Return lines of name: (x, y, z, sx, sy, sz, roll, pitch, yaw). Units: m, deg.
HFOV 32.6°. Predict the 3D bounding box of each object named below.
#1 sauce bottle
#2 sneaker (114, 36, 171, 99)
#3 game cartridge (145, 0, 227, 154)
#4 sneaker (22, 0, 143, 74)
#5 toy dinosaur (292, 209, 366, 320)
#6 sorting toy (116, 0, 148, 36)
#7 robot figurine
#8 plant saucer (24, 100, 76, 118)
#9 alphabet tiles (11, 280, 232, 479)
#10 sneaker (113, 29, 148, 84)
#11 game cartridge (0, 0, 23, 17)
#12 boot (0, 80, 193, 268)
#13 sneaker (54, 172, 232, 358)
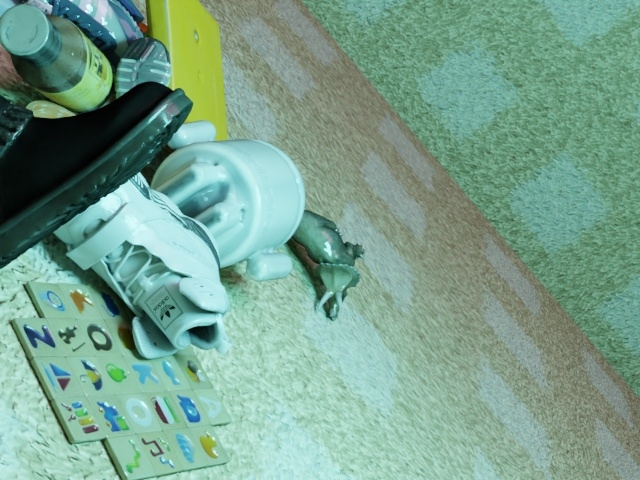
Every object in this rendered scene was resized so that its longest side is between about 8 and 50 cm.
sauce bottle: (-0.382, -0.262, 1.587, 0.111, 0.111, 0.344, 52, -1, 1)
sneaker: (-0.304, -0.209, 1.781, 0.086, 0.132, 0.229, 12, 69, -14)
game cartridge: (-0.238, -0.291, 1.966, 0.285, 0.052, 0.324, 39, 45, -71)
sneaker: (-0.414, -0.374, 1.777, 0.319, 0.112, 0.131, 49, 42, -11)
toy dinosaur: (0.000, 0.000, 2.137, 0.314, 0.121, 0.160, 60, 7, 13)
sorting toy: (-0.411, -0.437, 2.108, 0.229, 0.041, 0.307, 57, 19, 17)
robot figurine: (-0.146, -0.063, 1.783, 0.300, 0.199, 0.353, 62, 19, 2)
plant saucer: (-0.371, -0.119, 1.622, 0.200, 0.037, 0.200, 44, 20, -21)
alphabet tiles: (-0.245, 0.175, 1.412, 0.285, 0.011, 0.342, 57, 20, 19)
sneaker: (-0.313, -0.335, 2.019, 0.295, 0.109, 0.124, -2, 77, -77)
game cartridge: (-0.517, -0.415, 1.807, 0.297, 0.062, 0.198, 19, 41, -58)
boot: (-0.351, -0.146, 1.277, 0.260, 0.348, 0.131, 54, -9, -3)
sneaker: (-0.245, 0.023, 1.454, 0.366, 0.137, 0.210, 36, 20, -46)
